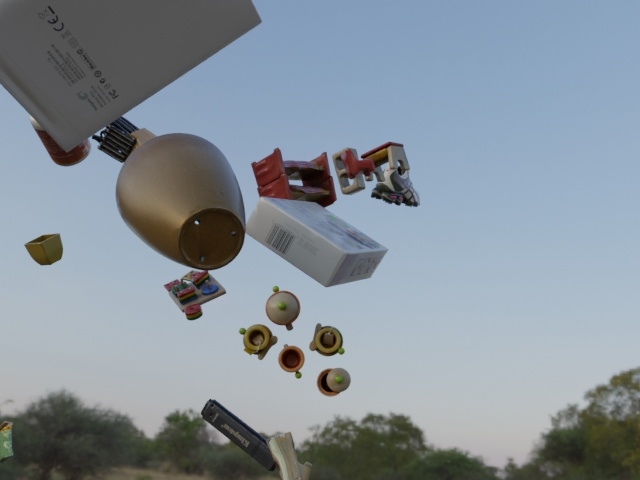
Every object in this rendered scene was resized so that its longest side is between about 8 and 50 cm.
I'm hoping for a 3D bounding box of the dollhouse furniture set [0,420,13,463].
[{"bbox_3d":[-0.700,0.439,1.425,0.058,0.076,0.151,12,-37,-38],"label":"dollhouse furniture set"}]

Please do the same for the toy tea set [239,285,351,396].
[{"bbox_3d":[-0.051,0.278,1.823,0.336,0.200,0.124,31,-13,9],"label":"toy tea set"}]

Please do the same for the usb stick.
[{"bbox_3d":[-0.231,0.569,1.977,0.278,0.077,0.045,35,28,13],"label":"usb stick"}]

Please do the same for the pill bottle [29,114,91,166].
[{"bbox_3d":[-0.741,-0.323,1.904,0.121,0.121,0.216,2,-38,9],"label":"pill bottle"}]

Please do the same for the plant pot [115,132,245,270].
[{"bbox_3d":[-0.236,-0.049,1.235,0.237,0.237,0.254,17,15,-30],"label":"plant pot"}]

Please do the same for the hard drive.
[{"bbox_3d":[-0.278,-0.304,0.935,0.353,0.047,0.233,-34,-40,-3],"label":"hard drive"}]

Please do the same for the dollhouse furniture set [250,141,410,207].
[{"bbox_3d":[0.020,-0.199,1.802,0.374,0.152,0.201,-22,-13,39],"label":"dollhouse furniture set"}]

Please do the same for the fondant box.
[{"bbox_3d":[0.000,0.000,1.591,0.238,0.096,0.330,33,13,18],"label":"fondant box"}]

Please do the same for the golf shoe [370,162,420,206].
[{"bbox_3d":[0.256,-0.170,2.102,0.105,0.120,0.273,20,9,24],"label":"golf shoe"}]

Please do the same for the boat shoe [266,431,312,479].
[{"bbox_3d":[-0.050,0.493,1.429,0.072,0.190,0.068,-23,-29,-10],"label":"boat shoe"}]

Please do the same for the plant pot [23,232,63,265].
[{"bbox_3d":[-0.853,0.032,2.102,0.081,0.083,0.081,-3,21,29],"label":"plant pot"}]

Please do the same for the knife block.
[{"bbox_3d":[-0.491,-0.256,1.898,0.275,0.242,0.088,12,-58,-47],"label":"knife block"}]

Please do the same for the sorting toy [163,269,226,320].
[{"bbox_3d":[-0.353,0.129,1.888,0.132,0.046,0.274,-24,27,-20],"label":"sorting toy"}]
